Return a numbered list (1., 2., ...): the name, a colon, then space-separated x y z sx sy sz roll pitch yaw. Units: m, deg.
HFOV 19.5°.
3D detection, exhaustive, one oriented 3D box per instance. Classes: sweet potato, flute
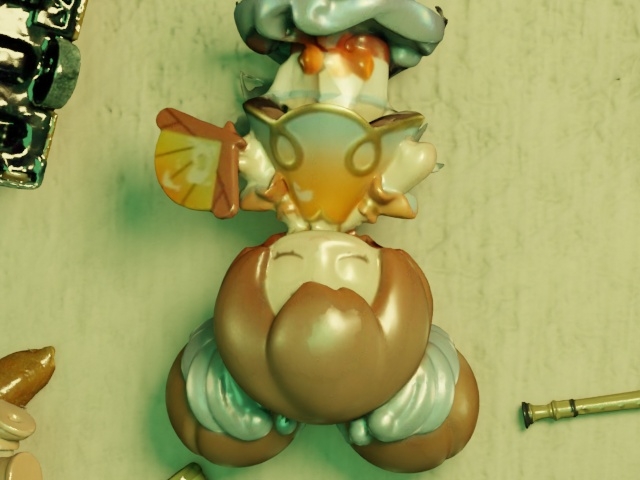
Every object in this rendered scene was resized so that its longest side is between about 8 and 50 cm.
1. sweet potato: -0.318 0.158 1.687 0.195 0.056 0.056 -41 86 -11
2. flute: 0.296 0.141 1.667 0.233 0.027 0.027 -8 88 4

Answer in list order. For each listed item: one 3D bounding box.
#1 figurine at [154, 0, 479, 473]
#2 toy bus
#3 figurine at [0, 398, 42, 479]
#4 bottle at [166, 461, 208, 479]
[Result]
1. figurine: -0.001 0.000 1.608 0.276 0.248 0.388 1 79 7
2. toy bus: -0.286 -0.218 1.630 0.161 0.194 0.324 15 91 -20
3. figurine: -0.334 0.268 1.640 0.133 0.200 0.276 46 112 25
4. bottle: -0.100 0.251 1.686 0.063 0.047 0.101 -38 88 12
